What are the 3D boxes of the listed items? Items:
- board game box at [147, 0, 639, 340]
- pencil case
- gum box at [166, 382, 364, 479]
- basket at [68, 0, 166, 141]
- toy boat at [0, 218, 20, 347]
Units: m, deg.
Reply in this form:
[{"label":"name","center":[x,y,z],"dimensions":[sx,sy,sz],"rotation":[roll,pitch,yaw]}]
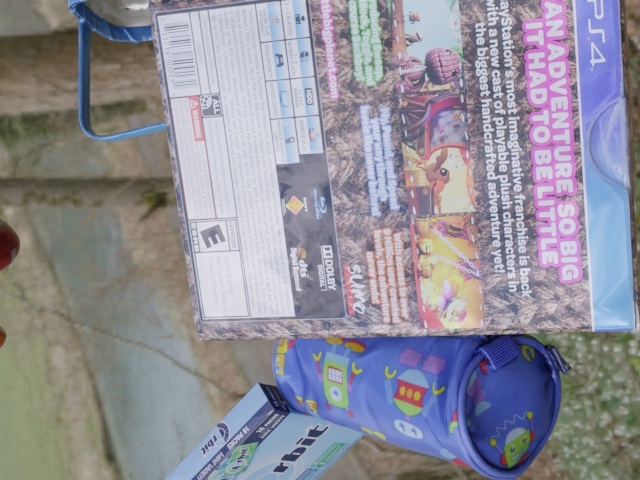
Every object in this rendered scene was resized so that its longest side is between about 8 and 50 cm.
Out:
[{"label":"board game box","center":[0.058,-0.066,0.680],"dimensions":[0.141,0.290,0.232],"rotation":[-43,-51,-69]},{"label":"pencil case","center":[0.078,0.124,0.934],"dimensions":[0.306,0.119,0.133],"rotation":[4,105,55]},{"label":"gum box","center":[-0.052,0.230,1.110],"dimensions":[0.157,0.184,0.041],"rotation":[-47,55,18]},{"label":"basket","center":[-0.187,-0.276,1.244],"dimensions":[0.201,0.254,0.289],"rotation":[2,-101,-79]},{"label":"toy boat","center":[-0.431,0.074,1.189],"dimensions":[0.231,0.151,0.151],"rotation":[-41,10,22]}]
